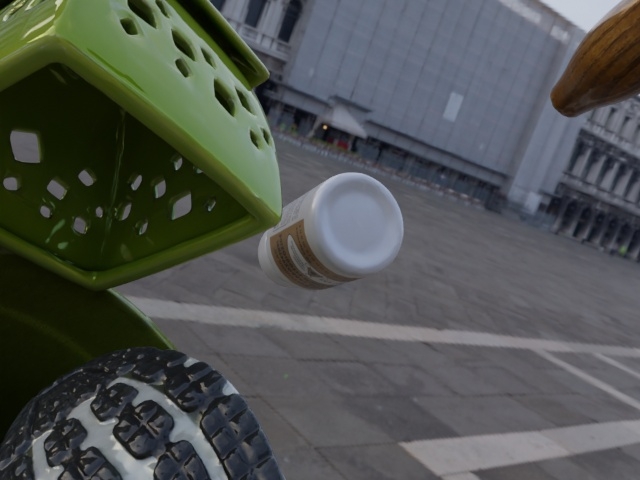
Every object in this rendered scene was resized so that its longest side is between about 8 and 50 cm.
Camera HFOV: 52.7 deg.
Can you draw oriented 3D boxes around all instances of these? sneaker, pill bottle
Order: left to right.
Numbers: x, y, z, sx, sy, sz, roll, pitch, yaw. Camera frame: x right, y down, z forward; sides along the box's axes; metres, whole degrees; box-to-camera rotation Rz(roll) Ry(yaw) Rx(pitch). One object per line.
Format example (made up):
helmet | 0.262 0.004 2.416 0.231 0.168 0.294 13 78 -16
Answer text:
sneaker | -0.049 0.229 0.380 0.158 0.182 0.410 -33 52 -31
pill bottle | 0.000 0.000 0.877 0.131 0.131 0.229 17 -18 -21

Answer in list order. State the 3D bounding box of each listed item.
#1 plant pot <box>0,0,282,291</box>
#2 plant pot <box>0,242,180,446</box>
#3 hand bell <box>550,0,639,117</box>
plant pot | -0.177 -0.114 0.536 0.227 0.207 0.228 -19 -40 27
plant pot | -0.313 0.244 0.518 0.366 0.353 0.366 46 15 -17
hand bell | 0.165 -0.113 0.222 0.126 0.126 0.242 18 -24 -14
